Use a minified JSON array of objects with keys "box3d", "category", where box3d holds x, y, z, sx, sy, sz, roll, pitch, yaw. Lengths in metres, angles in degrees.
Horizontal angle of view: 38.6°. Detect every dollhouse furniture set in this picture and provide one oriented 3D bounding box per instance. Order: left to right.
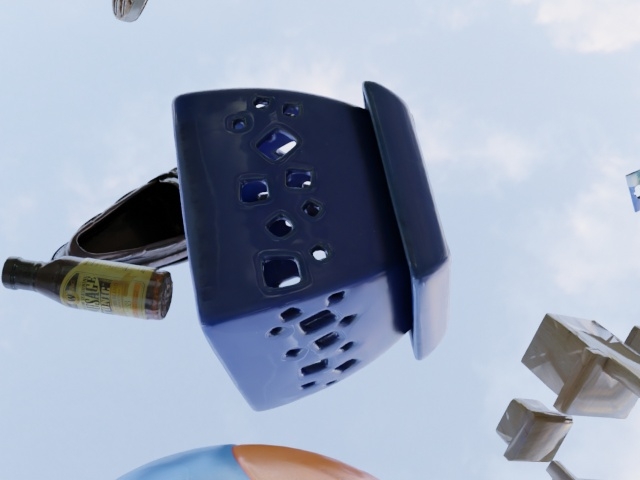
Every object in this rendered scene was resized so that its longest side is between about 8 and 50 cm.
[{"box3d":[0.255,0.267,0.753,0.303,0.355,0.174,12,-160,-35],"category":"dollhouse furniture set"}]

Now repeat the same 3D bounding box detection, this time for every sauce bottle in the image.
[{"box3d":[-0.179,0.034,0.702,0.128,0.042,0.042,6,-119,7],"category":"sauce bottle"}]

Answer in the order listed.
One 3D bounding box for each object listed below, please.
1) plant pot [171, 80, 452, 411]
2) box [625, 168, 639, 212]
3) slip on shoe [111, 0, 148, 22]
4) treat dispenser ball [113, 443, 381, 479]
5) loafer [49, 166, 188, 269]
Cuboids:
[{"box3d":[0.000,0.000,0.847,0.212,0.236,0.236,-12,-118,1],"category":"plant pot"},{"box3d":[0.499,-0.087,1.200,0.178,0.109,0.042,-27,-126,11],"category":"box"},{"box3d":[-0.141,-0.252,0.793,0.051,0.041,0.135,23,-82,44],"category":"slip on shoe"},{"box3d":[-0.041,0.254,0.484,0.288,0.288,0.288,0,-119,-1],"category":"treat dispenser ball"},{"box3d":[-0.192,-0.026,1.119,0.109,0.095,0.302,48,-128,9],"category":"loafer"}]
